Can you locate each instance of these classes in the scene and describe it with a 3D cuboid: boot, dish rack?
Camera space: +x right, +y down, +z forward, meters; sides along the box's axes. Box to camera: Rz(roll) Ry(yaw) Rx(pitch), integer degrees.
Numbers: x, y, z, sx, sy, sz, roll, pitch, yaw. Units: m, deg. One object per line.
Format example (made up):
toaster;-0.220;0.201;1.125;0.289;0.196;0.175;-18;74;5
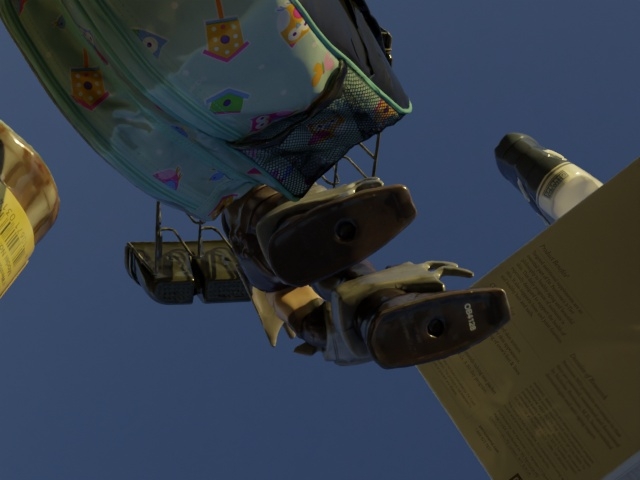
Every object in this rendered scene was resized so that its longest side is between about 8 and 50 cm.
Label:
boot;0.233;-0.042;1.438;0.069;0.190;0.086;-47;-125;2
dish rack;-0.048;-0.069;1.250;0.208;0.271;0.074;-3;-152;-17

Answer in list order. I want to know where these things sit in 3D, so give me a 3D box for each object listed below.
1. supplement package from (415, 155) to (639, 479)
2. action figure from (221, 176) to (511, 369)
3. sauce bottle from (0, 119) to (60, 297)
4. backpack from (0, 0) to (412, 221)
supplement package;0.245;0.102;1.152;0.263;0.198;0.199;-38;-130;6
action figure;0.000;0.000;0.890;0.099;0.185;0.285;-31;-163;-9
sauce bottle;-0.262;0.071;0.757;0.111;0.111;0.344;1;-138;34
backpack;-0.063;-0.107;0.704;0.144;0.188;0.166;-34;-113;2
